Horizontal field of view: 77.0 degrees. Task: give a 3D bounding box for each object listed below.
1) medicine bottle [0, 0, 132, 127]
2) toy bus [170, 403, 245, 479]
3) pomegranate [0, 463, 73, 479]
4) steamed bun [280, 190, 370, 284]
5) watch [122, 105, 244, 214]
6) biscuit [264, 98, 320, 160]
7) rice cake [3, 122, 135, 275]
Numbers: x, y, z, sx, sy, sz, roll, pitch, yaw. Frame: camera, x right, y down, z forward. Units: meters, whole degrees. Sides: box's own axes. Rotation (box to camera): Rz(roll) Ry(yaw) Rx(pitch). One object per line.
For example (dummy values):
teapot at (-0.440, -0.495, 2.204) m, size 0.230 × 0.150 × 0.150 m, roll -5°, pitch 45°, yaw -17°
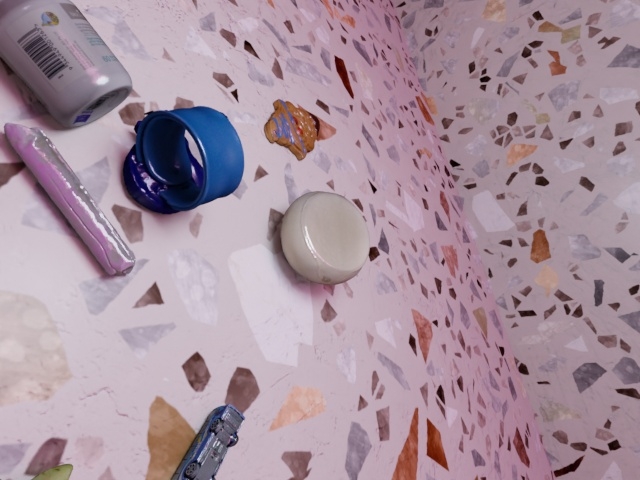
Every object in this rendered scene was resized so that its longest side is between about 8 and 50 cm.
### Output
medicine bottle at (-0.411, -0.298, 0.616) m, size 0.215 × 0.135 × 0.135 m, roll 55°, pitch 37°, yaw -17°
toy bus at (-0.178, 0.333, 0.625) m, size 0.051 × 0.061 × 0.153 m, roll 53°, pitch 39°, yaw -21°
pomegranate at (-0.319, 0.307, 0.312) m, size 0.341 × 0.261 × 0.260 m, roll -16°, pitch 83°, yaw -83°
steamed bun at (0.000, 0.000, 0.976) m, size 0.232 × 0.145 × 0.231 m, roll 16°, pitch 62°, yaw -32°
watch at (-0.238, -0.150, 0.708) m, size 0.196 × 0.200 × 0.171 m, roll 60°, pitch 39°, yaw -16°
biscuit at (-0.069, -0.327, 1.173) m, size 0.280 × 0.043 × 0.183 m, roll -35°, pitch 102°, yaw -51°
rice cake at (-0.370, -0.059, 0.605) m, size 0.269 × 0.055 × 0.049 m, roll 60°, pitch 40°, yaw -13°
